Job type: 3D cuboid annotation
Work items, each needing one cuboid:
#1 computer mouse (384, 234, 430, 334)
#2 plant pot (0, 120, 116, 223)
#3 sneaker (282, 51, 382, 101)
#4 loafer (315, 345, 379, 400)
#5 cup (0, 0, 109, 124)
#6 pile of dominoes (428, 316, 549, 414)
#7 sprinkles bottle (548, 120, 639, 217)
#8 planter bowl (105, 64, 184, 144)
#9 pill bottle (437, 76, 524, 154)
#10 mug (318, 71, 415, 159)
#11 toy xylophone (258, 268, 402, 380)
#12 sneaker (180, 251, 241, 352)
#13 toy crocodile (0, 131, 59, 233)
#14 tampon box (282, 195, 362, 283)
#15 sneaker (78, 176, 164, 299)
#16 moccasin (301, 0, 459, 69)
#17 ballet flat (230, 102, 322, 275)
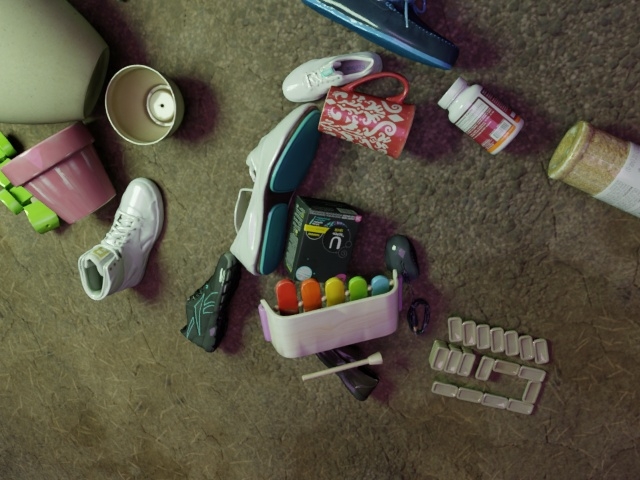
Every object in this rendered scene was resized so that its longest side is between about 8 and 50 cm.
[{"bbox_3d":[0.195,0.103,1.102,0.071,0.041,0.241,-14,102,15],"label":"computer mouse"},{"bbox_3d":[-0.581,-0.146,1.138,0.202,0.201,0.180,-23,113,17],"label":"plant pot"},{"bbox_3d":[0.015,-0.335,0.995,0.212,0.094,0.080,-14,103,16],"label":"sneaker"},{"bbox_3d":[0.058,0.274,1.167,0.078,0.080,0.220,-39,99,9],"label":"loafer"},{"bbox_3d":[-0.586,-0.376,1.031,0.237,0.331,0.330,19,110,-19],"label":"cup"},{"bbox_3d":[0.380,0.277,1.123,0.252,0.040,0.195,13,107,0],"label":"pile of dominoes"},{"bbox_3d":[0.614,-0.095,0.913,0.356,0.121,0.121,26,109,5],"label":"sprinkles bottle"},{"bbox_3d":[-0.365,-0.295,1.083,0.162,0.109,0.161,3,106,12],"label":"planter bowl"},{"bbox_3d":[0.307,-0.244,0.959,0.152,0.086,0.086,40,109,0],"label":"pill bottle"},{"bbox_3d":[0.094,-0.255,0.984,0.170,0.113,0.150,16,86,-1],"label":"mug"},{"bbox_3d":[0.032,0.181,1.064,0.323,0.081,0.236,-5,123,-13],"label":"toy xylophone"},{"bbox_3d":[-0.268,0.144,1.186,0.106,0.101,0.267,22,108,9],"label":"sneaker"},{"bbox_3d":[-0.769,-0.162,1.219,0.340,0.105,0.115,45,68,-1],"label":"toy crocodile"},{"bbox_3d":[0.000,0.000,1.064,0.121,0.101,0.160,6,108,-20],"label":"tampon box"},{"bbox_3d":[-0.465,0.002,1.156,0.108,0.169,0.292,20,107,9],"label":"sneaker"},{"bbox_3d":[0.114,-0.437,0.925,0.342,0.138,0.116,30,105,2],"label":"moccasin"},{"bbox_3d":[-0.116,-0.115,1.077,0.139,0.139,0.399,20,109,7],"label":"ballet flat"}]
